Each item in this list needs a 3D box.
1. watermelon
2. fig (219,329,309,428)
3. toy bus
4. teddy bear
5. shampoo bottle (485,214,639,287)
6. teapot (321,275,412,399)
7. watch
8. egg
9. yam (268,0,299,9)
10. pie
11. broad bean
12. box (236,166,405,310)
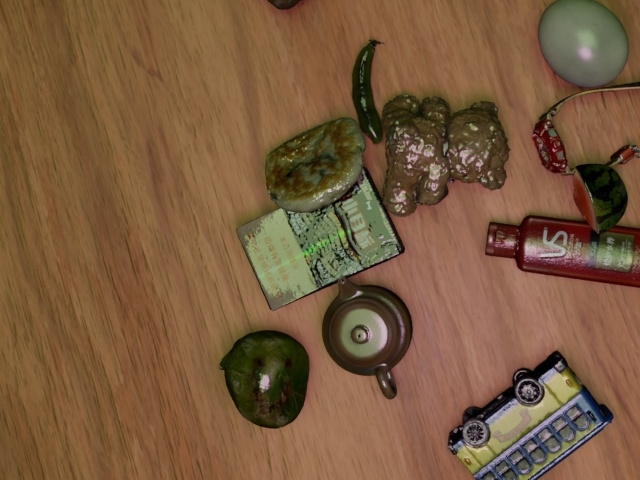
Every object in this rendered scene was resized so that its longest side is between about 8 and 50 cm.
[{"bbox_3d":[0.531,-0.077,1.444,0.094,0.125,0.135,-9,72,55],"label":"watermelon"},{"bbox_3d":[-0.146,0.276,1.551,0.235,0.203,0.203,8,91,32],"label":"fig"},{"bbox_3d":[0.406,0.365,1.457,0.287,0.138,0.175,-40,81,8],"label":"toy bus"},{"bbox_3d":[0.250,-0.187,1.487,0.256,0.156,0.267,-1,79,1],"label":"teddy bear"},{"bbox_3d":[0.491,0.016,1.474,0.314,0.076,0.118,8,90,11],"label":"shampoo bottle"},{"bbox_3d":[0.096,0.197,1.505,0.185,0.175,0.268,-24,85,12],"label":"teapot"},{"bbox_3d":[0.559,-0.221,1.466,0.268,0.102,0.165,-12,94,2],"label":"watch"},{"bbox_3d":[0.508,-0.386,1.439,0.149,0.149,0.192,-43,81,8],"label":"egg"},{"bbox_3d":[-0.122,-0.639,1.547,0.300,0.195,0.195,43,97,9],"label":"yam"},{"bbox_3d":[-0.014,-0.161,1.539,0.240,0.054,0.241,-15,52,21],"label":"pie"},{"bbox_3d":[0.101,-0.318,1.578,0.069,0.039,0.227,1,89,6],"label":"broad bean"},{"bbox_3d":[0.000,0.000,1.571,0.310,0.084,0.198,-25,84,10],"label":"box"}]
